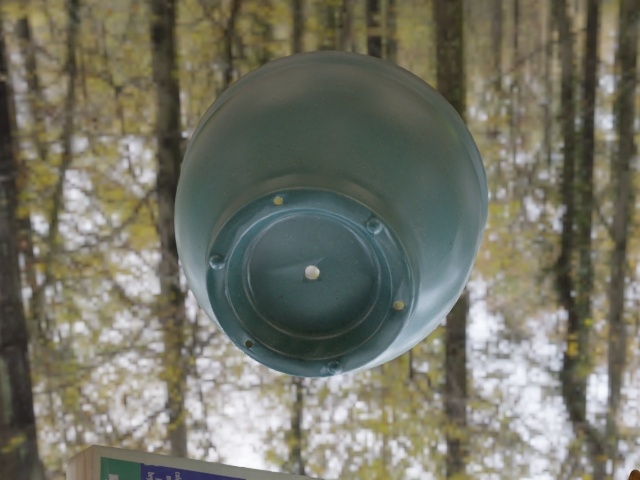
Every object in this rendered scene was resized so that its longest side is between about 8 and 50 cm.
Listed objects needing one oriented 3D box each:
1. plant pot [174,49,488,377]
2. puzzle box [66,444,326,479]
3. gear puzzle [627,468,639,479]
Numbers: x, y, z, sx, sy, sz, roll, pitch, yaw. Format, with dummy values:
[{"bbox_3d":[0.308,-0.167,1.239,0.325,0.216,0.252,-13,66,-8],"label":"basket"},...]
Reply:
[{"bbox_3d":[0.000,0.000,1.093,0.293,0.293,0.196,0,-157,7],"label":"plant pot"},{"bbox_3d":[-0.093,0.395,1.097,0.272,0.409,0.052,17,145,-35],"label":"puzzle box"},{"bbox_3d":[0.329,0.340,1.007,0.175,0.339,0.044,-35,155,29],"label":"gear puzzle"}]
